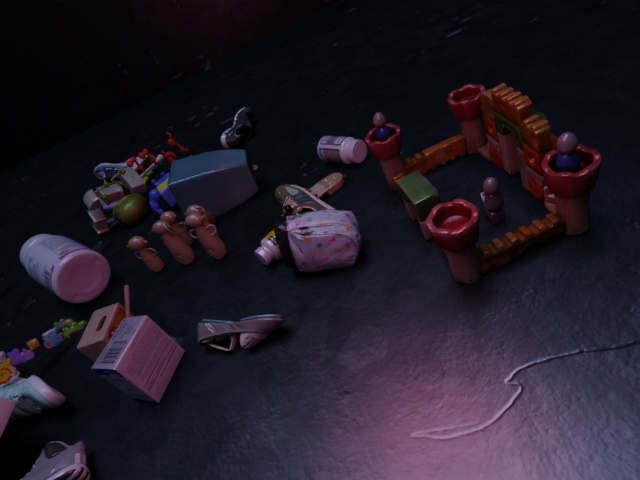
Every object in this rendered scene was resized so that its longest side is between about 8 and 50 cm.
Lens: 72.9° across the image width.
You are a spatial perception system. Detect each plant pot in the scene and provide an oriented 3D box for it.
[{"bbox_3d":[-0.323,-0.183,1.355,0.235,0.165,0.165,-19,37,1],"label":"plant pot"}]

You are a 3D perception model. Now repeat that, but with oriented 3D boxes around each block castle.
[{"bbox_3d":[0.297,-0.158,0.881,0.303,0.212,0.453,-25,37,4],"label":"block castle"}]

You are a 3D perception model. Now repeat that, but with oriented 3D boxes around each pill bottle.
[{"bbox_3d":[-0.105,0.006,1.066,0.116,0.065,0.065,-46,40,-20],"label":"pill bottle"},{"bbox_3d":[0.064,-0.265,1.266,0.137,0.078,0.078,17,56,43],"label":"pill bottle"},{"bbox_3d":[-0.781,0.074,1.312,0.283,0.160,0.160,17,55,35],"label":"pill bottle"}]

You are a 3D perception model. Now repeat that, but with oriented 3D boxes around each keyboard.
[{"bbox_3d":[-0.780,0.067,1.458,0.108,0.023,0.180,2,47,34],"label":"keyboard"}]

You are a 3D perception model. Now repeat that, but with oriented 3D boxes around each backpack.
[{"bbox_3d":[0.000,0.000,0.959,0.182,0.151,0.115,-7,46,8],"label":"backpack"}]

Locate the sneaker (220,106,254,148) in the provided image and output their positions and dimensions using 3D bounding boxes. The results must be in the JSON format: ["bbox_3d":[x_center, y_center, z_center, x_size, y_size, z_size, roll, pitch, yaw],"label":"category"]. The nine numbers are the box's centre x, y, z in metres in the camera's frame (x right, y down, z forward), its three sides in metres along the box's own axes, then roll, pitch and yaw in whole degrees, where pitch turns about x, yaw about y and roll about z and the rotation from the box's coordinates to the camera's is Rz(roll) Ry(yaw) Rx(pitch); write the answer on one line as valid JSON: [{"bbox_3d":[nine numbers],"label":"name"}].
[{"bbox_3d":[-0.303,-0.454,1.728,0.106,0.078,0.234,1,50,30],"label":"sneaker"}]

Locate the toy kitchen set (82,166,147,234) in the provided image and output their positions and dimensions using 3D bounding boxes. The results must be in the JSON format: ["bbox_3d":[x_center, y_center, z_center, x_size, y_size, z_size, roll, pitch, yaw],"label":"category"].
[{"bbox_3d":[-0.757,-0.147,1.599,0.207,0.166,0.122,-27,56,-31],"label":"toy kitchen set"}]

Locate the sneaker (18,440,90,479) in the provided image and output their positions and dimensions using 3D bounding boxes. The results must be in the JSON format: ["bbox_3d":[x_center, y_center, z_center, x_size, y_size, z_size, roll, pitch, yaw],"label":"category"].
[{"bbox_3d":[-0.539,0.459,0.806,0.229,0.086,0.132,-27,30,-13],"label":"sneaker"}]

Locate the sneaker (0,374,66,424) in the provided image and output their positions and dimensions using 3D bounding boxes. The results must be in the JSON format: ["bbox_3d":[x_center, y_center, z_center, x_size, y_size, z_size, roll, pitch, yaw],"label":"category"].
[{"bbox_3d":[-0.678,0.384,0.957,0.256,0.094,0.151,-12,33,36],"label":"sneaker"}]

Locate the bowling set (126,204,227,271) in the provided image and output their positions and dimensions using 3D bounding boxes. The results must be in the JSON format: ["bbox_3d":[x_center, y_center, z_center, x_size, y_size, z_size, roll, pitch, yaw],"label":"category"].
[{"bbox_3d":[-0.390,-0.040,1.226,0.287,0.154,0.199,-13,40,18],"label":"bowling set"}]

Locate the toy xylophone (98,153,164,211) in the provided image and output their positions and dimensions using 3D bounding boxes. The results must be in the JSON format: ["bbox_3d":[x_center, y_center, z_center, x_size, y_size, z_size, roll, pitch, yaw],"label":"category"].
[{"bbox_3d":[-0.761,-0.250,1.769,0.237,0.081,0.322,1,46,31],"label":"toy xylophone"}]

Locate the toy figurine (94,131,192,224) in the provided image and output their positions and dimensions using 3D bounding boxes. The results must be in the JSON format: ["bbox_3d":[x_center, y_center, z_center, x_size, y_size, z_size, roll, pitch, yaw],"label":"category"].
[{"bbox_3d":[-0.553,-0.188,1.488,0.362,0.191,0.217,-44,45,-18],"label":"toy figurine"}]

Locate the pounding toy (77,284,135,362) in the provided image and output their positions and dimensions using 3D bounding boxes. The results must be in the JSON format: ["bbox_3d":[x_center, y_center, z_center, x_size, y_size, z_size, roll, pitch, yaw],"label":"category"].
[{"bbox_3d":[-0.469,0.206,1.007,0.100,0.130,0.141,-19,38,12],"label":"pounding toy"}]

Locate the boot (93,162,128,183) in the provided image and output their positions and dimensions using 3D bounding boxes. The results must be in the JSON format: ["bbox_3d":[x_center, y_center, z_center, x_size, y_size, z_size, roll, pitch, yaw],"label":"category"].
[{"bbox_3d":[-0.828,-0.255,1.688,0.190,0.069,0.086,-4,40,24],"label":"boot"}]

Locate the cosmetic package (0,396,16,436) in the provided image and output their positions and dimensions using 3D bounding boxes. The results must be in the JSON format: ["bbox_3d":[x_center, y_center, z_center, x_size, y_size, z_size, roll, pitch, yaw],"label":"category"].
[{"bbox_3d":[-0.851,0.410,0.754,0.394,0.327,0.329,-17,50,31],"label":"cosmetic package"}]

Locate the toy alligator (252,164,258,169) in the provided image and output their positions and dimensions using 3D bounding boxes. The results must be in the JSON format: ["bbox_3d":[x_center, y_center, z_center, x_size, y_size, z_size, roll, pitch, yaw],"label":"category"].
[{"bbox_3d":[-0.309,-0.251,1.508,0.190,0.051,0.056,-12,40,21],"label":"toy alligator"}]

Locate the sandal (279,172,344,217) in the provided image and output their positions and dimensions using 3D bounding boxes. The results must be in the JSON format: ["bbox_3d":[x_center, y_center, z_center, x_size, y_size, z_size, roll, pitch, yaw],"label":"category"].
[{"bbox_3d":[-0.043,-0.127,1.170,0.240,0.079,0.088,-40,38,-14],"label":"sandal"}]

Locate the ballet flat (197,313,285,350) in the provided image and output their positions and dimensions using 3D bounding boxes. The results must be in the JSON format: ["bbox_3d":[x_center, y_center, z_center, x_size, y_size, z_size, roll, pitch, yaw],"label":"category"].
[{"bbox_3d":[-0.166,0.194,0.896,0.214,0.072,0.068,-8,69,26],"label":"ballet flat"}]

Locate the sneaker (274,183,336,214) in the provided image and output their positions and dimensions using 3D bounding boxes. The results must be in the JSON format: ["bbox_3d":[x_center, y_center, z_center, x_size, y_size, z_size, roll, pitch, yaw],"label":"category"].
[{"bbox_3d":[-0.051,-0.081,1.069,0.192,0.064,0.086,29,34,21],"label":"sneaker"}]

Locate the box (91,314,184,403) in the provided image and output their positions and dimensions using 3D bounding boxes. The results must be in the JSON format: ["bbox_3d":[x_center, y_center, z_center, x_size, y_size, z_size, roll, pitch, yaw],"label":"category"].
[{"bbox_3d":[-0.368,0.245,0.891,0.072,0.137,0.126,-9,41,26],"label":"box"}]

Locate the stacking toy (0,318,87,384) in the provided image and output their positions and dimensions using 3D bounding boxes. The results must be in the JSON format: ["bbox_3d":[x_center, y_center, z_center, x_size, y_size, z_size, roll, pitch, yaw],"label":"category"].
[{"bbox_3d":[-0.717,0.271,1.101,0.221,0.052,0.167,-34,18,-37],"label":"stacking toy"}]
